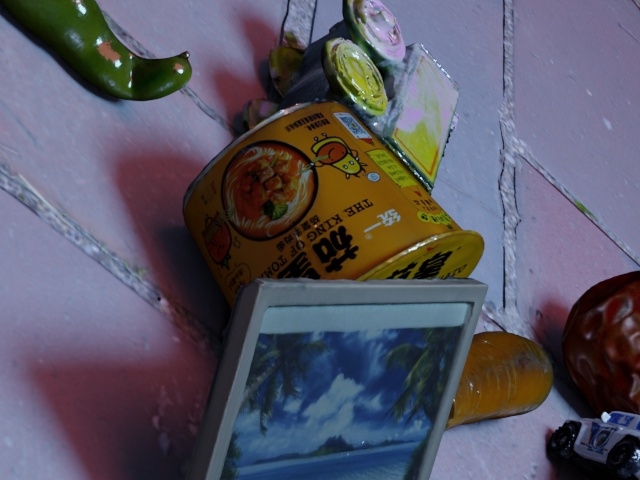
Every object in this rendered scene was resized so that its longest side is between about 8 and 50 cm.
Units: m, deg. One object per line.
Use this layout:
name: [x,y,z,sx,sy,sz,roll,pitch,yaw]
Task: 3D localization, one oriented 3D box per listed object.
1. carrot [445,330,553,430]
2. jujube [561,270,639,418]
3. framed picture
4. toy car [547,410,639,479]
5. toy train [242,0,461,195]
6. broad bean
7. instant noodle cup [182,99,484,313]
carrot: [0.143,0.127,1.701,0.193,0.087,0.087,0,60,-54]
jujube: [0.348,0.141,1.928,0.230,0.155,0.155,51,28,-19]
framed picture: [0.010,0.136,1.389,0.024,0.232,0.315,23,12,34]
toy car: [0.296,0.208,1.776,0.080,0.171,0.070,42,75,-21]
toy train: [0.035,-0.119,1.746,0.177,0.134,0.261,46,30,-15]
broad bean: [-0.204,-0.180,1.534,0.213,0.070,0.048,32,18,-19]
instant noodle cup: [0.000,0.000,1.513,0.172,0.216,0.216,54,27,18]
